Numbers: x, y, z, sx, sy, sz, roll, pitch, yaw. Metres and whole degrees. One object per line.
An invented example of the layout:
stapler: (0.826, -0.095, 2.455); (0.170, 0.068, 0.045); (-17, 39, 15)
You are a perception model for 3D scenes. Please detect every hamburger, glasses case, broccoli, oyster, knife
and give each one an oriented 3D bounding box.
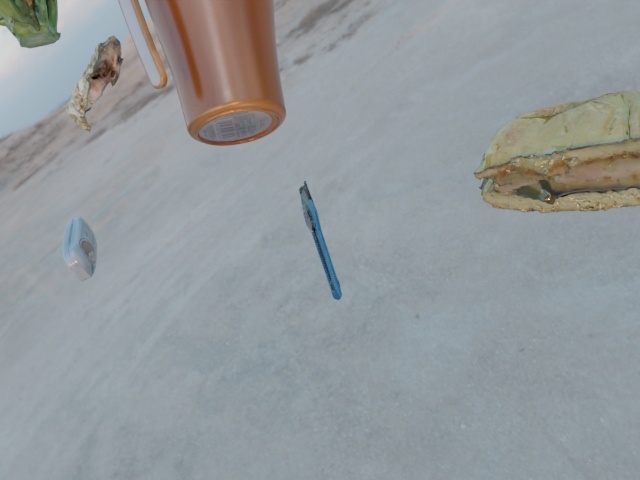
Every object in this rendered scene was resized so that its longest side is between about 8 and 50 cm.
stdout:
hamburger: (0.316, -0.104, 0.702); (0.262, 0.124, 0.131); (-4, 52, 41)
glasses case: (-0.456, 0.013, 1.109); (0.045, 0.067, 0.178); (-25, 32, -4)
broccoli: (-0.626, -0.518, 1.137); (0.307, 0.275, 0.308); (-25, 5, 2)
oyster: (-0.433, -0.297, 1.091); (0.200, 0.061, 0.106); (-51, -1, 16)
knife: (-0.002, 0.000, 1.394); (0.026, 0.297, 0.044); (-10, -13, -39)

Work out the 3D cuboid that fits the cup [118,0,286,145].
cup: (-0.151, -0.270, 0.765); (0.226, 0.264, 0.182); (-4, -13, -45)
